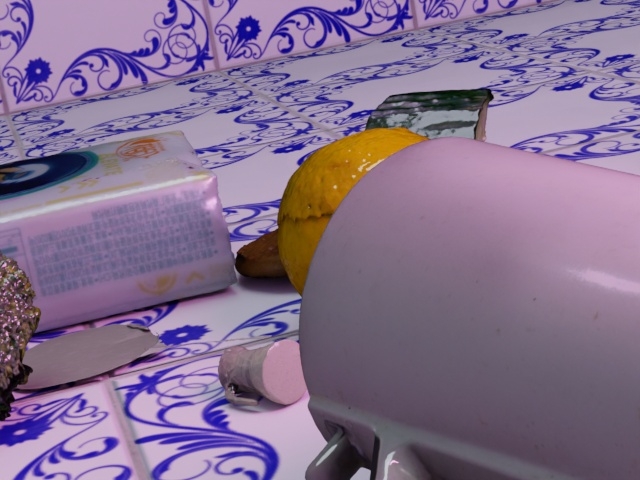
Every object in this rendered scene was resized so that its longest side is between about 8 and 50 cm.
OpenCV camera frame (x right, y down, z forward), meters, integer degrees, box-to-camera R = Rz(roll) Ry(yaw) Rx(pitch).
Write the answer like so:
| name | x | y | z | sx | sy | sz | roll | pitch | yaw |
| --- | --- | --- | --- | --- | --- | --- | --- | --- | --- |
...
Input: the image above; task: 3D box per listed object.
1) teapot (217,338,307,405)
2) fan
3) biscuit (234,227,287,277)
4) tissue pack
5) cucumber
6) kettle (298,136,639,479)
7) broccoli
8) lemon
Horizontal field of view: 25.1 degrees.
| name | x | y | z | sx | sy | sz | roll | pitch | yaw |
| --- | --- | --- | --- | --- | --- | --- | --- | --- | --- |
| teapot | -0.057 | 0.119 | 1.280 | 0.083 | 0.057 | 0.067 | -1 | 45 | 48 |
| fan | -0.188 | 0.113 | 1.452 | 0.310 | 0.010 | 0.182 | -6 | 16 | 24 |
| biscuit | 0.000 | 0.000 | 1.657 | 0.212 | 0.036 | 0.212 | -17 | 11 | 3 |
| tissue pack | -0.316 | -0.003 | 1.682 | 0.387 | 0.162 | 0.287 | -13 | 18 | -10 |
| cucumber | 0.131 | -0.064 | 1.567 | 0.130 | 0.191 | 0.191 | 1 | 18 | 26 |
| kettle | 0.160 | 0.109 | 0.885 | 0.361 | 0.250 | 0.376 | -42 | 31 | -25 |
| broccoli | -0.365 | 0.103 | 1.322 | 0.197 | 0.226 | 0.176 | 14 | -4 | -1 |
| lemon | 0.061 | -0.009 | 1.383 | 0.204 | 0.204 | 0.260 | -16 | 16 | -22 |
